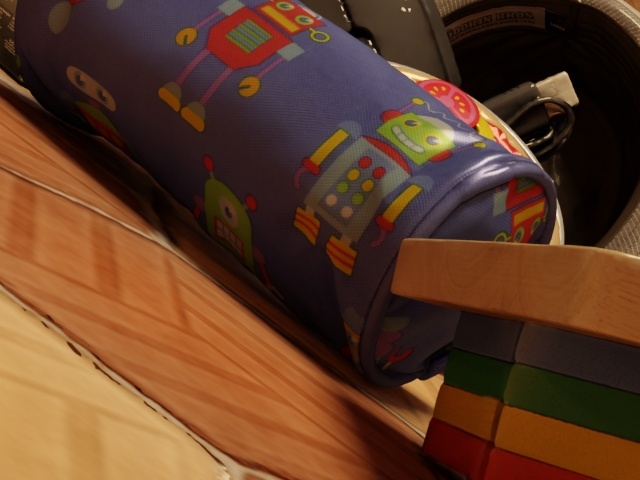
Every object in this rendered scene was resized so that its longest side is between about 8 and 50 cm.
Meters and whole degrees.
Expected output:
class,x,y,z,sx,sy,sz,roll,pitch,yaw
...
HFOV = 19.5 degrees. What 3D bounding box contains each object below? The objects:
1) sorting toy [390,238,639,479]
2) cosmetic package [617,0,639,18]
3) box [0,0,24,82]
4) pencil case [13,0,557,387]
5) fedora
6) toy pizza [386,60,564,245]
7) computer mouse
class,x,y,z,sx,sy,sz,roll,pitch,yaw
sorting toy,0.166,0.074,0.662,0.257,0.089,0.255,15,-2,-10
cosmetic package,0.068,-0.166,1.583,0.377,0.284,0.097,32,40,-26
box,-0.162,-0.131,1.139,0.175,0.051,0.220,27,9,-49
pencil case,-0.027,-0.048,0.902,0.306,0.119,0.133,38,-37,36
fedora,0.119,-0.038,1.217,0.243,0.275,0.124,15,-27,11
toy pizza,0.047,-0.035,1.037,0.201,0.032,0.201,13,48,-15
computer mouse,0.022,-0.138,1.163,0.272,0.188,0.072,59,-11,26
